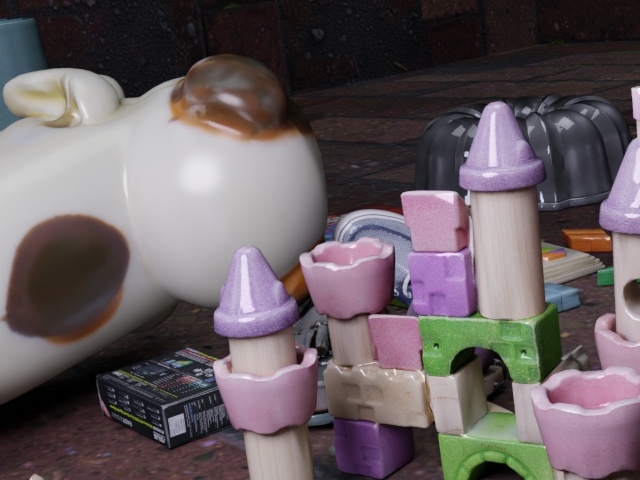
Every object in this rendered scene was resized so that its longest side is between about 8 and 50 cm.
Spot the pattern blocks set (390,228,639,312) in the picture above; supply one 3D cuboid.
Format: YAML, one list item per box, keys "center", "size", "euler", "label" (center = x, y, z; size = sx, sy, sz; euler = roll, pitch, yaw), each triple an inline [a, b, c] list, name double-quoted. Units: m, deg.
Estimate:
- center: [0.193, 0.023, 1.326]
  size: [0.285, 0.026, 0.325]
  euler: [-18, 17, -38]
  label: "pattern blocks set"

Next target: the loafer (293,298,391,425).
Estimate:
- center: [0.006, 0.077, 1.062]
  size: [0.096, 0.084, 0.267]
  euler: [-5, 13, 11]
  label: "loafer"

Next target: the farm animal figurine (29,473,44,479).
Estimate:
- center: [-0.257, 0.176, 0.527]
  size: [0.330, 0.172, 0.327]
  euler: [-8, 8, 8]
  label: "farm animal figurine"

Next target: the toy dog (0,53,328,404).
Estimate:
- center: [-0.196, -0.025, 1.048]
  size: [0.408, 0.284, 0.395]
  euler: [-17, 13, -5]
  label: "toy dog"

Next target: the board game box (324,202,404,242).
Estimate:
- center: [0.000, 0.000, 1.536]
  size: [0.281, 0.027, 0.145]
  euler: [-16, 14, -33]
  label: "board game box"

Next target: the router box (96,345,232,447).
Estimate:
- center: [-0.117, 0.127, 1.019]
  size: [0.092, 0.038, 0.122]
  euler: [-17, 16, -33]
  label: "router box"

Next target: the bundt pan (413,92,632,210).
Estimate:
- center: [0.282, -0.131, 1.730]
  size: [0.331, 0.124, 0.331]
  euler: [-8, 13, 2]
  label: "bundt pan"

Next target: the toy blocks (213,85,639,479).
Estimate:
- center: [0.115, 0.033, 0.800]
  size: [0.289, 0.260, 0.309]
  euler: [1, 15, 34]
  label: "toy blocks"

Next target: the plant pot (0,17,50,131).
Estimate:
- center: [-0.452, -0.099, 1.541]
  size: [0.341, 0.334, 0.341]
  euler: [-6, 13, 1]
  label: "plant pot"

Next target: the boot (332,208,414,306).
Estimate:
- center: [0.102, 0.036, 1.062]
  size: [0.190, 0.069, 0.086]
  euler: [26, 8, -15]
  label: "boot"
